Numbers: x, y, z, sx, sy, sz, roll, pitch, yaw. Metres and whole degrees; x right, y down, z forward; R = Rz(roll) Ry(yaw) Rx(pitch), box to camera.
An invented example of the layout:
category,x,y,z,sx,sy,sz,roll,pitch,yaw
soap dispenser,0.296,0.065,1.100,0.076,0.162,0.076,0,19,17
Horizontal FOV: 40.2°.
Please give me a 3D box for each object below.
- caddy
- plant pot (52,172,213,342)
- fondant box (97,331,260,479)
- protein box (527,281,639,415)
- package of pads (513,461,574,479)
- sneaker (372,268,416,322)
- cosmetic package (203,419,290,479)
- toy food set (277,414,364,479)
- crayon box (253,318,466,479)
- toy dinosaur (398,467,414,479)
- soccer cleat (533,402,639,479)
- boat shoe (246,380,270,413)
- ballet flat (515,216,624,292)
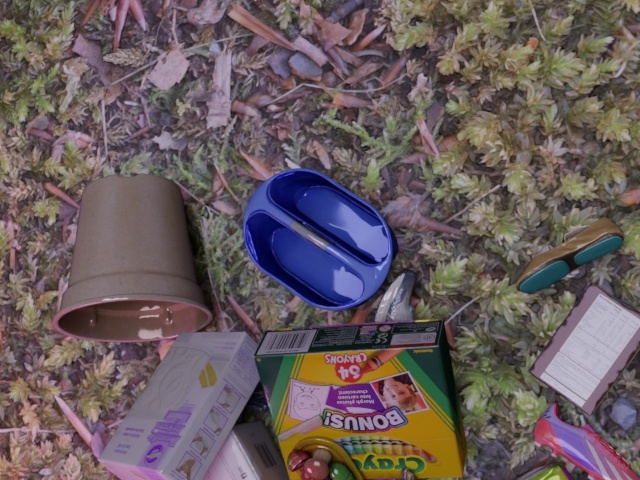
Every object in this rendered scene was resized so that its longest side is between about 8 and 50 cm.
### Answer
category,x,y,z,sx,sy,sz,roll,pitch,yaw
caddy,0.000,0.000,1.833,0.341,0.179,0.241,33,93,19
plant pot,-0.408,0.034,1.908,0.333,0.334,0.306,-12,68,16
fondant box,-0.275,0.343,1.789,0.238,0.096,0.330,-7,44,46
protein box,0.506,0.201,1.636,0.136,0.200,0.201,36,94,18
package of pads,0.391,0.585,1.676,0.296,0.101,0.229,-34,75,10
sneaker,0.166,0.200,1.804,0.122,0.110,0.283,17,98,13
cosmetic package,-0.262,0.543,1.838,0.365,0.197,0.155,-34,75,9
toy food set,-0.003,0.462,1.722,0.128,0.071,0.218,-24,108,26
crayon box,0.084,0.321,1.726,0.362,0.106,0.313,-6,115,17
toy dinosaur,0.194,0.576,1.670,0.118,0.064,0.268,-7,72,40
soccer cleat,0.527,0.409,1.671,0.248,0.083,0.095,29,88,21
boat shoe,-0.073,0.332,1.877,0.183,0.065,0.083,4,87,24
ballet flat,0.488,0.028,1.743,0.232,0.080,0.073,-27,48,10
